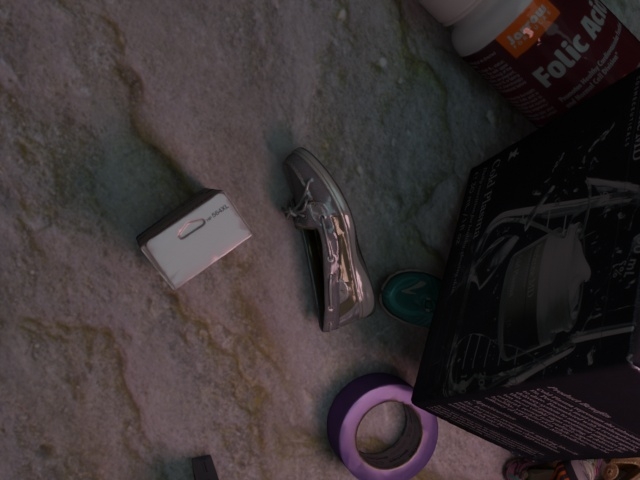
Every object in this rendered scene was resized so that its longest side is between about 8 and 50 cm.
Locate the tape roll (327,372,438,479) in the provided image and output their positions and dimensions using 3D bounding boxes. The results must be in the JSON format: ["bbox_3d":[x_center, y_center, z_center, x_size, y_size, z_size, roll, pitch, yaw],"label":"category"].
[{"bbox_3d":[0.112,0.341,1.363,0.189,0.080,0.189,-2,96,-15],"label":"tape roll"}]

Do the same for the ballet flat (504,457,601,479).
[{"bbox_3d":[0.473,0.460,1.477,0.221,0.079,0.077,2,92,-16],"label":"ballet flat"}]

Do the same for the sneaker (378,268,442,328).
[{"bbox_3d":[0.236,0.130,1.361,0.275,0.110,0.107,23,89,-16],"label":"sneaker"}]

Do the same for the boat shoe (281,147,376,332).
[{"bbox_3d":[-0.001,0.001,1.281,0.103,0.118,0.320,-24,108,-17],"label":"boat shoe"}]

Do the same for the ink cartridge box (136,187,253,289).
[{"bbox_3d":[-0.202,-0.008,1.174,0.148,0.203,0.086,-36,104,-9],"label":"ink cartridge box"}]

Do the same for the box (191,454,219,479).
[{"bbox_3d":[-0.181,0.476,1.259,0.038,0.145,0.186,-7,97,-14],"label":"box"}]

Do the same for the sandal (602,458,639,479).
[{"bbox_3d":[0.634,0.444,1.537,0.240,0.088,0.079,-21,69,-20],"label":"sandal"}]

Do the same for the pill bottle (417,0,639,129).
[{"bbox_3d":[0.371,-0.353,1.292,0.392,0.224,0.224,38,85,-16],"label":"pill bottle"}]

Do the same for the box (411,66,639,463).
[{"bbox_3d":[0.427,0.060,1.147,0.297,0.472,0.480,28,63,-17],"label":"box"}]

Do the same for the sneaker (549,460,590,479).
[{"bbox_3d":[0.417,0.511,1.385,0.180,0.124,0.321,-14,133,8],"label":"sneaker"}]
